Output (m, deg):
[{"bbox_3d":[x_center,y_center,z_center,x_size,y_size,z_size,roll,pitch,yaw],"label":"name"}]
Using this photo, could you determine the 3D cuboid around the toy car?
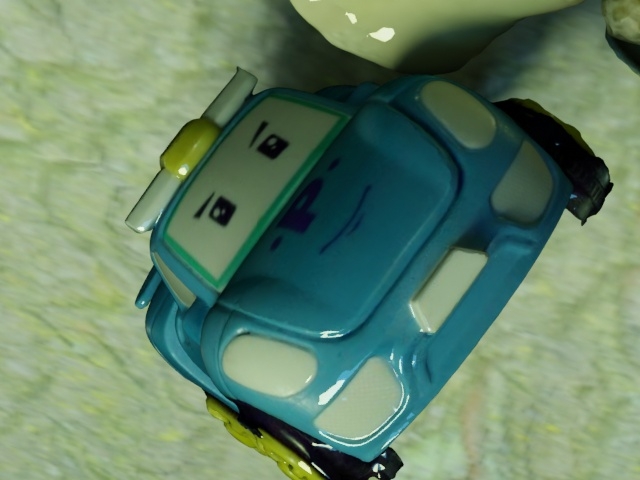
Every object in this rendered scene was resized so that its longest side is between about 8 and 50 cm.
[{"bbox_3d":[0.000,0.000,0.879,0.166,0.198,0.314,37,174,-9],"label":"toy car"}]

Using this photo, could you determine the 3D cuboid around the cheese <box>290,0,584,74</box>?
[{"bbox_3d":[0.049,-0.218,0.771,0.318,0.115,0.326,8,137,14],"label":"cheese"}]

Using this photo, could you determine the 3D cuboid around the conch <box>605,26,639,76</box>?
[{"bbox_3d":[0.241,-0.022,0.887,0.234,0.137,0.114,13,165,23],"label":"conch"}]

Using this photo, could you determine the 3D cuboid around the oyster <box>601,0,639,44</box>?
[{"bbox_3d":[0.277,-0.138,0.762,0.341,0.110,0.166,-14,133,15],"label":"oyster"}]
